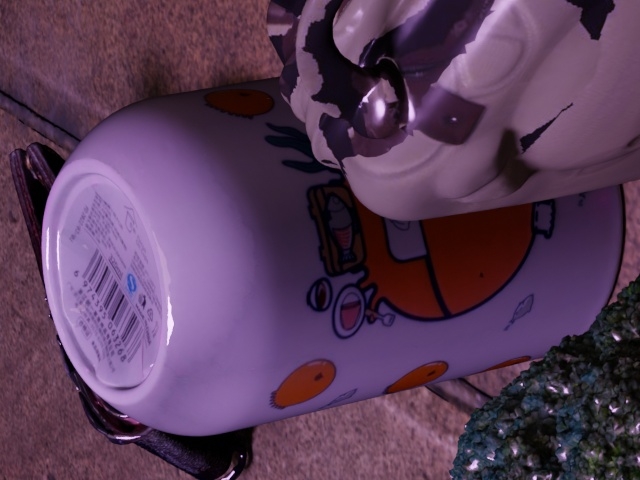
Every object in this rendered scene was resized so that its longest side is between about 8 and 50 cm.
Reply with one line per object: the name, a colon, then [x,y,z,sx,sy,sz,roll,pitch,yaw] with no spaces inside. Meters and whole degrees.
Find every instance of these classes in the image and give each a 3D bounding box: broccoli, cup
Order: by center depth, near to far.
broccoli: [0.214,0.152,1.058,0.297,0.297,0.298,16,116,18]
cup: [0.000,0.000,1.222,0.212,0.317,0.212,22,117,51]

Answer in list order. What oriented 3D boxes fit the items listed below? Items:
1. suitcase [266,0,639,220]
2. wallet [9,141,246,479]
suitcase: [0.125,-0.149,0.985,0.194,0.339,0.351,62,141,23]
wallet: [-0.149,0.060,1.572,0.071,0.221,0.262,-29,68,9]
